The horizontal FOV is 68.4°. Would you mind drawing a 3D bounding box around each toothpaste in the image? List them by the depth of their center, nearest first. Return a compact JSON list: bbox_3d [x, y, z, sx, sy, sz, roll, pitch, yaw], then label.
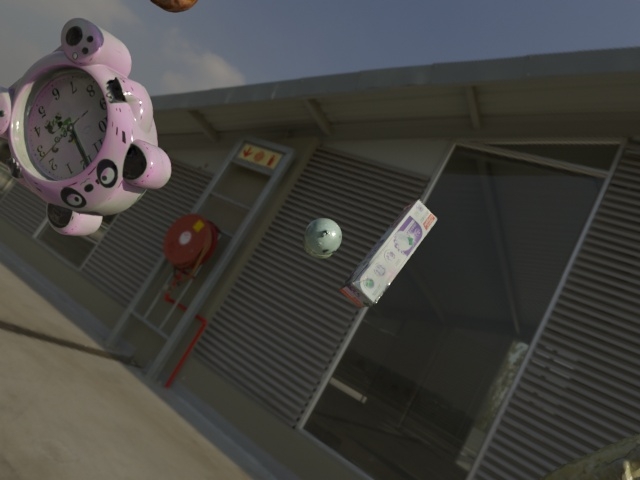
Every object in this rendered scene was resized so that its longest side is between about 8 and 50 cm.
[{"bbox_3d":[0.105,0.017,0.698,0.047,0.196,0.040,45,-31,-5],"label":"toothpaste"}]

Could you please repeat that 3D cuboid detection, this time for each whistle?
[{"bbox_3d":[0.000,0.000,0.460,0.035,0.035,0.100,30,-10,-1],"label":"whistle"}]

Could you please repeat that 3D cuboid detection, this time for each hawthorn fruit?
[{"bbox_3d":[-0.175,-0.304,0.556,0.067,0.066,0.103,36,10,-27],"label":"hawthorn fruit"}]

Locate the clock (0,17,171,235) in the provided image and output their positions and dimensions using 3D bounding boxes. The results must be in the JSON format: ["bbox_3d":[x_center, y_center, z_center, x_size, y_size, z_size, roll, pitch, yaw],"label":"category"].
[{"bbox_3d":[-0.335,-0.149,0.660,0.247,0.228,0.090,61,13,8],"label":"clock"}]

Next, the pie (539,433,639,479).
[{"bbox_3d":[0.297,0.236,0.347,0.338,0.337,0.075,32,23,-10],"label":"pie"}]
